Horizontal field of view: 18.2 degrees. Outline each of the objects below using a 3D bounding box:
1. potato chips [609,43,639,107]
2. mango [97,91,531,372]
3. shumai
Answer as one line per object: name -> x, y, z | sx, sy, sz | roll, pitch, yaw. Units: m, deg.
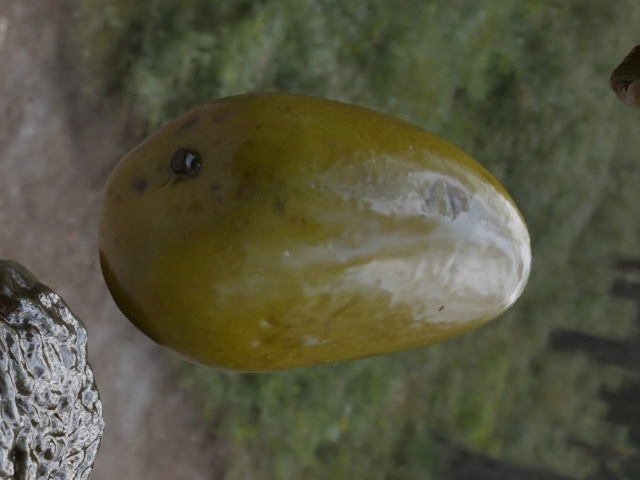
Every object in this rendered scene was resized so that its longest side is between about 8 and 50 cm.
potato chips -> 0.267, -0.141, 1.195 | 0.201, 0.049, 0.150 | -42, -171, 0
mango -> 0.000, 0.000, 0.862 | 0.137, 0.195, 0.098 | -54, -142, 42
shumai -> -0.216, 0.101, 1.021 | 0.166, 0.175, 0.206 | -38, 135, -62
